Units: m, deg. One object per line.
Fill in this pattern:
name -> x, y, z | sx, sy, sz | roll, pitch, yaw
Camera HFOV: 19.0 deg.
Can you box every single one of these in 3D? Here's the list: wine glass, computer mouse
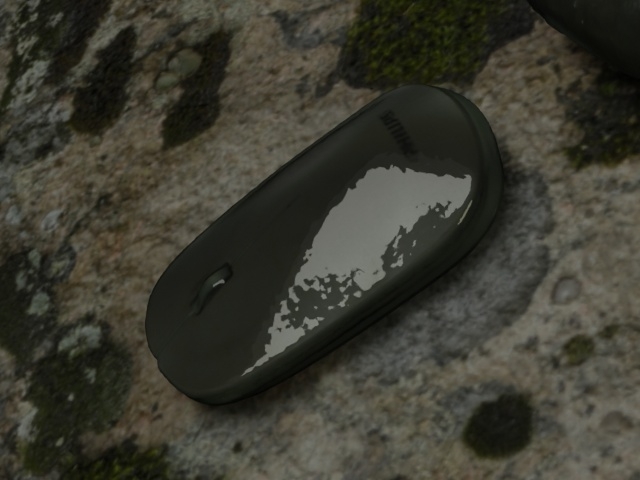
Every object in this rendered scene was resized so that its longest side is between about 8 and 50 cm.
wine glass -> 0.256, -0.183, 1.485 | 0.111, 0.111, 0.204 | -47, 46, -8
computer mouse -> -0.004, -0.004, 1.531 | 0.331, 0.095, 0.197 | -38, 40, 2
